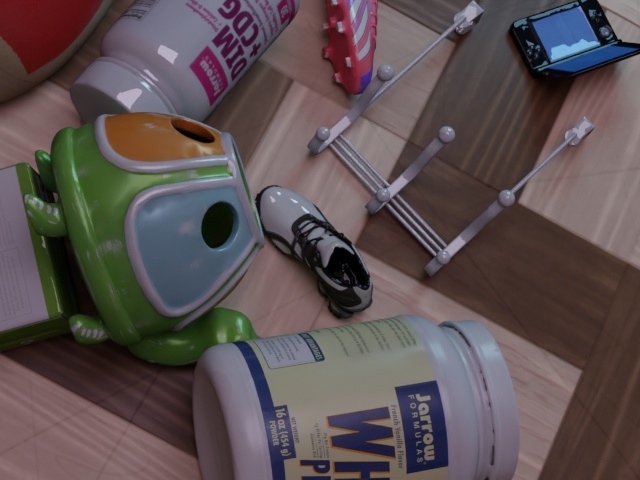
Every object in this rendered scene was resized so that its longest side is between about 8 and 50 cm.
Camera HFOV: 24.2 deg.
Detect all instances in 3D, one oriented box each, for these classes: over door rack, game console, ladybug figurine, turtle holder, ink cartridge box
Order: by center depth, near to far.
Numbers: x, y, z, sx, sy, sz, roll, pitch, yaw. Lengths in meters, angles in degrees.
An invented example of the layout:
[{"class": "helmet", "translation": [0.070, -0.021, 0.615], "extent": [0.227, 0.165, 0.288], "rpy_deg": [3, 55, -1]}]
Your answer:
[{"class": "turtle holder", "translation": [-0.178, 0.008, 1.677], "extent": [0.227, 0.243, 0.320], "rpy_deg": [-18, 92, 0]}, {"class": "ink cartridge box", "translation": [-0.424, 0.040, 1.711], "extent": [0.255, 0.097, 0.189], "rpy_deg": [-16, 75, 2]}, {"class": "ladybug figurine", "translation": [-0.394, -0.366, 1.819], "extent": [0.305, 0.162, 0.449], "rpy_deg": [28, 67, -3]}, {"class": "over door rack", "translation": [0.177, -0.145, 1.912], "extent": [0.324, 0.108, 0.239], "rpy_deg": [-41, 85, -23]}, {"class": "game console", "translation": [0.350, -0.275, 2.010], "extent": [0.144, 0.085, 0.124], "rpy_deg": [-20, 77, -20]}]

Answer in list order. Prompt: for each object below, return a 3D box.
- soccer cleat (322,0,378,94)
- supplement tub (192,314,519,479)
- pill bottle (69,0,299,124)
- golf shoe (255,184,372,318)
[{"class": "soccer cleat", "translation": [0.047, -0.309, 1.954], "extent": [0.095, 0.083, 0.248], "rpy_deg": [-5, 70, -20]}, {"class": "supplement tub", "translation": [0.036, 0.210, 1.683], "extent": [0.325, 0.235, 0.235], "rpy_deg": [-8, 73, -16]}, {"class": "pill bottle", "translation": [-0.167, -0.240, 1.831], "extent": [0.160, 0.160, 0.283], "rpy_deg": [38, 68, 1]}, {"class": "golf shoe", "translation": [0.000, 0.000, 1.826], "extent": [0.077, 0.094, 0.198], "rpy_deg": [-40, 83, -21]}]
